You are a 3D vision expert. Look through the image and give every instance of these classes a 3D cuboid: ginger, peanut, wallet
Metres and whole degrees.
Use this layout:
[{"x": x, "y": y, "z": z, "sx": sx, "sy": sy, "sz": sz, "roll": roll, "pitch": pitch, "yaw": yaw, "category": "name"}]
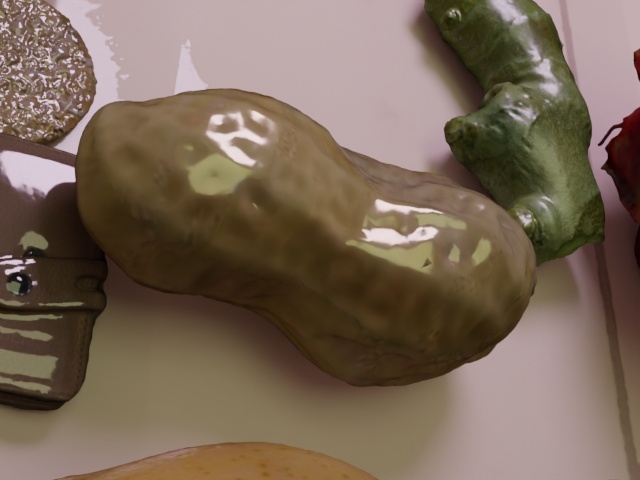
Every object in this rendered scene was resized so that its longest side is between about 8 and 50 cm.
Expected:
[{"x": 0.160, "y": -0.113, "z": 0.772, "sx": 0.137, "sy": 0.089, "sz": 0.290, "roll": 2, "pitch": 69, "yaw": -13, "category": "ginger"}, {"x": 0.000, "y": 0.000, "z": 0.570, "sx": 0.313, "sy": 0.149, "sz": 0.149, "roll": 26, "pitch": 55, "yaw": -27, "category": "peanut"}, {"x": -0.176, "y": 0.012, "z": 0.515, "sx": 0.118, "sy": 0.039, "sz": 0.153, "roll": 15, "pitch": 58, "yaw": -25, "category": "wallet"}]

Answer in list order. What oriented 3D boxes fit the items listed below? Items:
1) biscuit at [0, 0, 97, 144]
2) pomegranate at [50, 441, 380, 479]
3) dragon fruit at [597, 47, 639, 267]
[{"x": -0.196, "y": -0.110, "z": 0.576, "sx": 0.120, "sy": 0.015, "sz": 0.120, "roll": 14, "pitch": 61, "yaw": -27, "category": "biscuit"}, {"x": -0.048, "y": 0.220, "z": 0.353, "sx": 0.307, "sy": 0.307, "sz": 0.307, "roll": 15, "pitch": 60, "yaw": -27, "category": "pomegranate"}, {"x": 0.385, "y": -0.065, "z": 0.706, "sx": 0.249, "sy": 0.386, "sz": 0.371, "roll": 8, "pitch": 89, "yaw": -44, "category": "dragon fruit"}]
